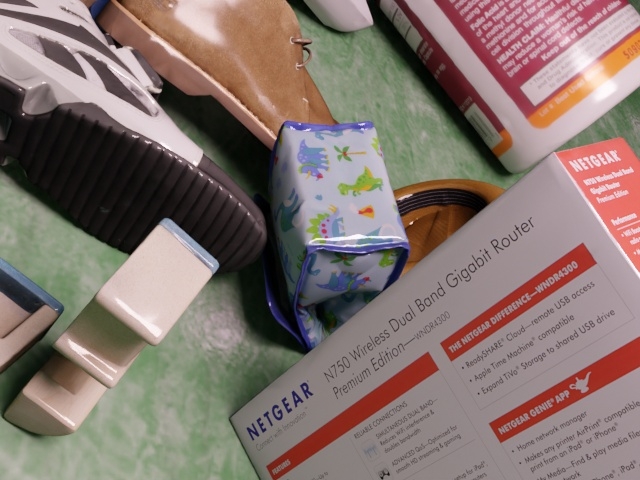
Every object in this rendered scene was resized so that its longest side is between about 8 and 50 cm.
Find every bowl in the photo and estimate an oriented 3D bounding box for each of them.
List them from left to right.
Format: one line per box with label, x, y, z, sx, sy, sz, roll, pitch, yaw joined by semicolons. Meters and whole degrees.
bowl;-0.002;-0.306;0.964;0.142;0.053;0.142;36;31;-56

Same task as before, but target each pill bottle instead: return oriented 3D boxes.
pill bottle;0.198;-0.295;1.014;0.392;0.224;0.224;53;41;3

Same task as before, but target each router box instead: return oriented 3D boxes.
router box;0.121;0.159;0.507;0.082;0.335;0.301;-15;69;-45

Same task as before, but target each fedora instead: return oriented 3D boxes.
fedora;0.099;0.015;0.777;0.194;0.194;0.079;-51;133;-49

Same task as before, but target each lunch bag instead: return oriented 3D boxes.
lunch bag;0.000;0.000;0.680;0.096;0.151;0.129;-1;55;-13

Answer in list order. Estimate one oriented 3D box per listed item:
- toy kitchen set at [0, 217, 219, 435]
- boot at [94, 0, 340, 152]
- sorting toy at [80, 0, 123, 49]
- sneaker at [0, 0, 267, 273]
toy kitchen set;-0.179;-0.009;0.513;0.207;0.166;0.122;40;41;-9
boot;-0.034;-0.142;0.751;0.305;0.115;0.112;34;7;-33
sorting toy;-0.184;-0.239;0.787;0.132;0.046;0.274;43;40;-5
sneaker;-0.168;-0.104;0.634;0.330;0.122;0.146;34;44;-15
